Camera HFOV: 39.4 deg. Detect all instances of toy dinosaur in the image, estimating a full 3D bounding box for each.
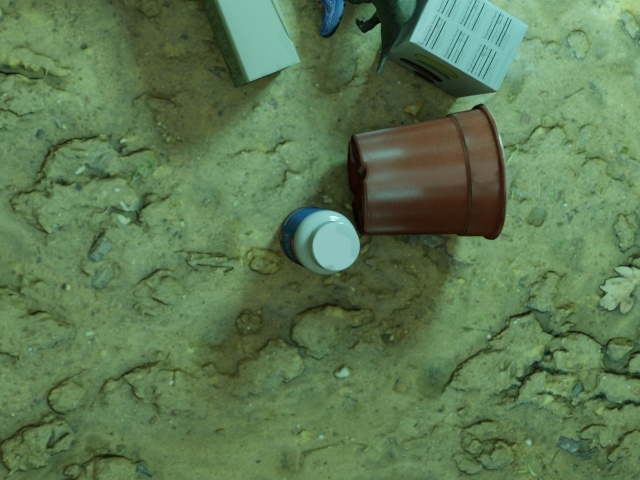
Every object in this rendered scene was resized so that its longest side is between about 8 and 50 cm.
[{"bbox_3d":[0.130,-0.479,1.696,0.121,0.160,0.313,22,76,-41],"label":"toy dinosaur"}]

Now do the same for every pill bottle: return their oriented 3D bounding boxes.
[{"bbox_3d":[0.000,0.000,1.729,0.124,0.221,0.124,-1,95,-14],"label":"pill bottle"}]

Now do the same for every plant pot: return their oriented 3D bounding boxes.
[{"bbox_3d":[0.198,-0.121,1.764,0.265,0.272,0.272,-6,97,-5],"label":"plant pot"}]

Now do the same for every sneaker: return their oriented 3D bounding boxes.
[{"bbox_3d":[0.007,-0.511,1.768,0.087,0.083,0.221,1,89,-1],"label":"sneaker"}]

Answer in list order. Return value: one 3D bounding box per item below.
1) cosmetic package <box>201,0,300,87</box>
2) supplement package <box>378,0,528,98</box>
[{"bbox_3d":[-0.157,-0.454,1.680,0.113,0.160,0.309,-24,101,-11],"label":"cosmetic package"},{"bbox_3d":[0.258,-0.398,1.774,0.203,0.194,0.149,27,87,-15],"label":"supplement package"}]
